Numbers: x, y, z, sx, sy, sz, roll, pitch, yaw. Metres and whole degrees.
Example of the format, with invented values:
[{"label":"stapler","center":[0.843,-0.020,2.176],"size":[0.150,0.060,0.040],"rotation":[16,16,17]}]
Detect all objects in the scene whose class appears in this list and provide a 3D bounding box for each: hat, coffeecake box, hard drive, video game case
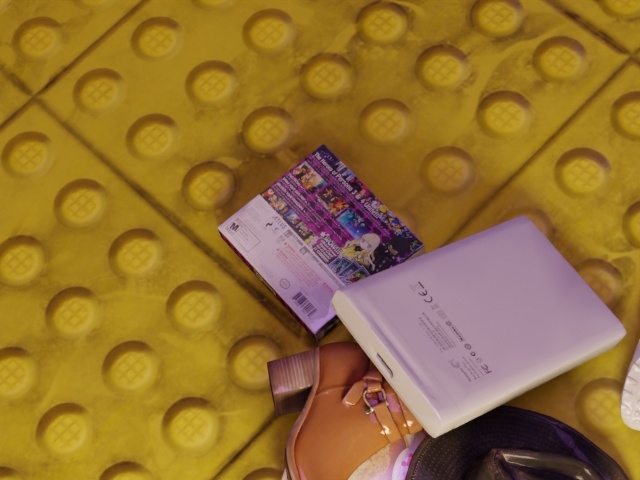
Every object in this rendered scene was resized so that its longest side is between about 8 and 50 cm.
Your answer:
[{"label":"hat","center":[0.270,0.339,1.809],"size":[0.331,0.134,0.331],"rotation":[3,62,-5]},{"label":"coffeecake box","center":[0.054,0.305,1.929],"size":[0.186,0.068,0.142],"rotation":[13,66,12]},{"label":"hard drive","center":[0.217,0.106,1.925],"size":[0.353,0.047,0.233],"rotation":[-21,61,-34]},{"label":"video game case","center":[0.000,0.000,2.093],"size":[0.210,0.042,0.232],"rotation":[-40,67,-11]}]

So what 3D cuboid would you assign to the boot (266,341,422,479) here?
[{"label":"boot","center":[0.059,0.259,1.867],"size":[0.220,0.109,0.283],"rotation":[-10,54,-4]}]

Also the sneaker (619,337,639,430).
[{"label":"sneaker","center":[0.471,0.149,1.947],"size":[0.090,0.095,0.235],"rotation":[24,89,-3]}]
